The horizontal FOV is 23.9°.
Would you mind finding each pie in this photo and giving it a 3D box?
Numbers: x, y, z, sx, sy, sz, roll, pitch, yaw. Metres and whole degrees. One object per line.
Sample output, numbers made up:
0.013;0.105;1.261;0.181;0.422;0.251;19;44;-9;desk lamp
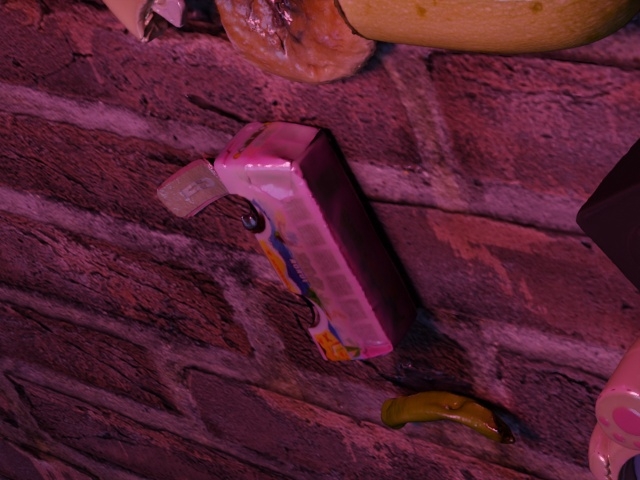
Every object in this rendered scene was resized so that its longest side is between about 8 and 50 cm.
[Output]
-0.025;-0.228;1.372;0.185;0.052;0.218;4;135;37;pie

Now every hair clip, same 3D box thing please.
-0.141;-0.061;1.726;0.054;0.022;0.137;47;148;-11;hair clip

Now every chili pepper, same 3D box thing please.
0.140;0.196;1.713;0.052;0.050;0.202;14;171;-37;chili pepper

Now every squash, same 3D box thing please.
0.139;-0.205;1.146;0.247;0.132;0.132;11;137;40;squash

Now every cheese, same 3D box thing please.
-0.212;-0.285;1.502;0.235;0.050;0.127;39;147;17;cheese

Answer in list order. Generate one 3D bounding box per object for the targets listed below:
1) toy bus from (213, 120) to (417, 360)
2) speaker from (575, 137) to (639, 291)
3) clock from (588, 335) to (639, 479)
0.000;0.000;1.587;0.112;0.090;0.274;-3;128;40;toy bus
0.366;-0.017;1.085;0.232;0.184;0.254;46;150;-8;speaker
0.391;0.242;1.441;0.284;0.114;0.309;27;147;20;clock
